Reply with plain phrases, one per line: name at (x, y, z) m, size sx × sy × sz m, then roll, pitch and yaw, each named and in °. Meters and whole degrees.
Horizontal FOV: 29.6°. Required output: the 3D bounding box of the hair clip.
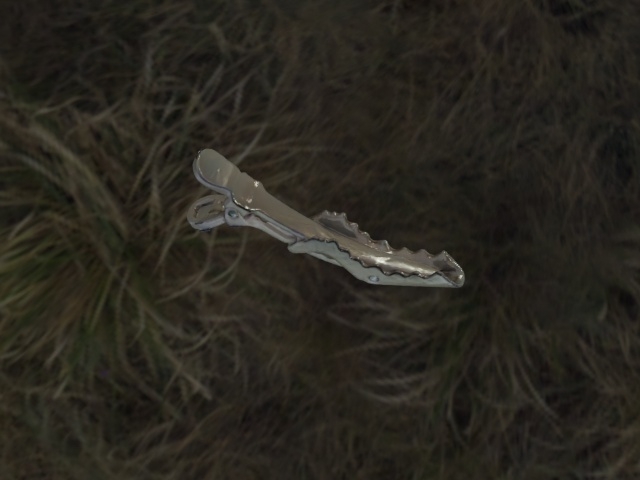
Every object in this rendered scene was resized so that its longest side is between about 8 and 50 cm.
hair clip at (0.000, 0.000, 0.934) m, size 0.226 × 0.034 × 0.072 m, roll 23°, pitch 140°, yaw -6°
